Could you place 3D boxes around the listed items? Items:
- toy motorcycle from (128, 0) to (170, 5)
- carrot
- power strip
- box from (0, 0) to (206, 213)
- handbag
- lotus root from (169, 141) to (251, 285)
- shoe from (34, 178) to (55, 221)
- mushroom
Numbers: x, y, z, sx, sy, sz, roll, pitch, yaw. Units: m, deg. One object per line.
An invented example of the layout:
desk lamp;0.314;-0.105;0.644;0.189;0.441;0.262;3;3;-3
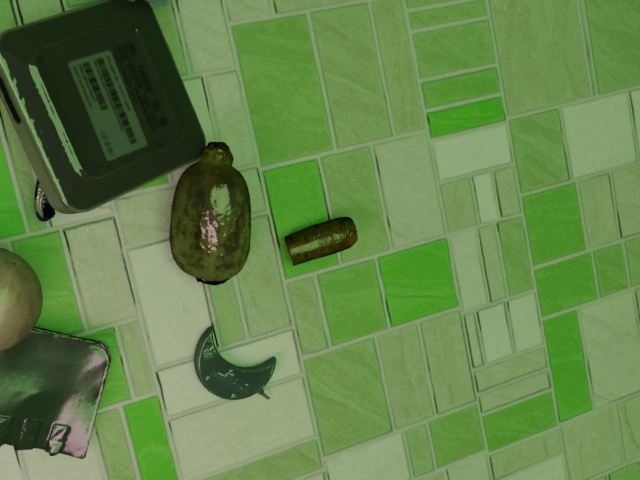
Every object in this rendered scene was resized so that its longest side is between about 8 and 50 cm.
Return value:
toy motorcycle;-0.382;-0.560;1.802;0.260;0.154;0.206;30;42;-1
carrot;0.000;0.000;2.073;0.173;0.082;0.082;-16;100;-14
power strip;-0.190;0.292;2.032;0.216;0.044;0.137;31;82;-22
box;-0.429;-0.277;1.802;0.373;0.090;0.367;-33;108;-39
handbag;-0.572;0.311;1.855;0.248;0.079;0.260;16;89;-23
lotus root;-0.232;-0.055;1.915;0.173;0.173;0.309;-6;109;-23
shoe;-0.513;-0.130;1.835;0.106;0.091;0.207;28;80;-17
mushroom;-0.634;0.119;1.730;0.207;0.209;0.206;3;72;-9
